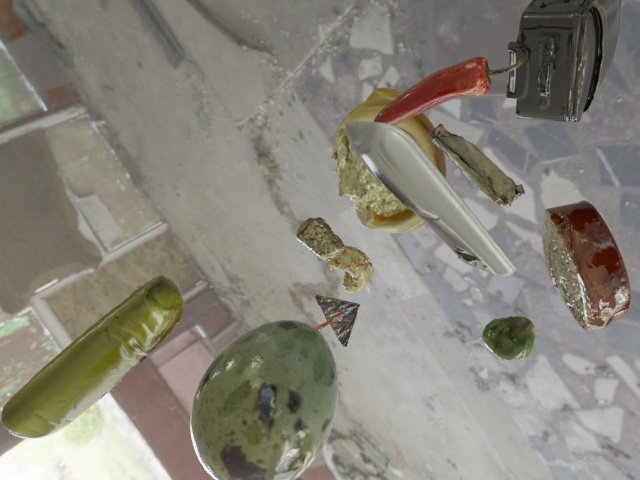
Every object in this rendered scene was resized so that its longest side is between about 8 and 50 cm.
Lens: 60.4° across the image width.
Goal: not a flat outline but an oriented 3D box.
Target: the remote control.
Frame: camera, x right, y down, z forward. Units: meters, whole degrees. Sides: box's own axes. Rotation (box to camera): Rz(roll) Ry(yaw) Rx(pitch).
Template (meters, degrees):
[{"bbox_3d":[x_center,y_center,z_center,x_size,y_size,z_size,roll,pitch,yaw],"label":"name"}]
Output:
[{"bbox_3d":[0.150,-0.049,0.769,0.313,0.055,0.109,44,172,-26],"label":"remote control"}]

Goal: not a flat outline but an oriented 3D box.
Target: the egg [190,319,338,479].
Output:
[{"bbox_3d":[-0.131,0.397,1.365,0.345,0.428,0.345,21,161,7],"label":"egg"}]

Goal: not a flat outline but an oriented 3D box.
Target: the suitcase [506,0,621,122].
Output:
[{"bbox_3d":[0.591,-0.467,1.316,0.194,0.434,0.283,13,132,31],"label":"suitcase"}]

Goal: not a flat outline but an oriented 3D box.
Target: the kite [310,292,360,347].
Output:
[{"bbox_3d":[0.049,0.254,1.846,0.232,0.189,0.009,63,168,-13],"label":"kite"}]

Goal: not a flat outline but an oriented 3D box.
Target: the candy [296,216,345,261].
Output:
[{"bbox_3d":[0.000,0.000,1.298,0.110,0.085,0.095,46,-168,13],"label":"candy"}]

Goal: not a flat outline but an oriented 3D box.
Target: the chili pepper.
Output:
[{"bbox_3d":[0.206,-0.255,0.933,0.272,0.071,0.063,-17,121,27],"label":"chili pepper"}]

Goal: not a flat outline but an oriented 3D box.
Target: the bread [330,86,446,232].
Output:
[{"bbox_3d":[0.202,-0.231,1.676,0.245,0.329,0.424,-98,-9,-60],"label":"bread"}]

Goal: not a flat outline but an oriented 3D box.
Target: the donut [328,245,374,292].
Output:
[{"bbox_3d":[0.086,0.081,1.498,0.108,0.065,0.166,-5,133,31],"label":"donut"}]

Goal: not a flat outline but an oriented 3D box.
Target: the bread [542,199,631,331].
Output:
[{"bbox_3d":[0.659,0.055,1.391,0.114,0.327,0.295,-14,126,10],"label":"bread"}]

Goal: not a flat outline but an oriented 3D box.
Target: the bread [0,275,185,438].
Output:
[{"bbox_3d":[-0.403,0.217,1.014,0.112,0.383,0.166,50,179,-11],"label":"bread"}]

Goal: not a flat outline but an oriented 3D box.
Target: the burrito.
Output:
[{"bbox_3d":[0.241,-0.117,0.856,0.171,0.051,0.042,45,144,1],"label":"burrito"}]

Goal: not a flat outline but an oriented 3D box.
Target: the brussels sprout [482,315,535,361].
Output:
[{"bbox_3d":[0.646,0.335,1.873,0.161,0.181,0.144,-139,27,-68],"label":"brussels sprout"}]

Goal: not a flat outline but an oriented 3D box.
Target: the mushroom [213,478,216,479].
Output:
[{"bbox_3d":[-0.290,0.784,1.773,0.123,0.123,0.052,21,136,41],"label":"mushroom"}]
